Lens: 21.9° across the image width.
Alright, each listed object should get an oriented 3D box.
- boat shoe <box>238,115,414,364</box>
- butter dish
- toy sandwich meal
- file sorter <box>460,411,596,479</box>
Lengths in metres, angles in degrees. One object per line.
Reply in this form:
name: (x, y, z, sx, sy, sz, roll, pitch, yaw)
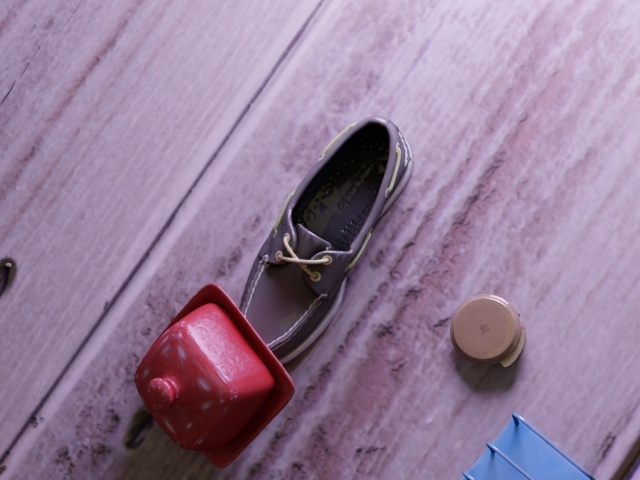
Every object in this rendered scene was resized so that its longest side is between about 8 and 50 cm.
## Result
boat shoe: (-0.004, -0.002, 1.796, 0.109, 0.091, 0.305, 31, 84, 15)
butter dish: (-0.137, 0.152, 1.747, 0.160, 0.118, 0.160, 52, 122, 17)
toy sandwich meal: (0.182, 0.098, 1.775, 0.085, 0.029, 0.085, -4, 77, 16)
file sorter: (0.189, 0.275, 1.692, 0.118, 0.104, 0.170, 40, 87, 16)
